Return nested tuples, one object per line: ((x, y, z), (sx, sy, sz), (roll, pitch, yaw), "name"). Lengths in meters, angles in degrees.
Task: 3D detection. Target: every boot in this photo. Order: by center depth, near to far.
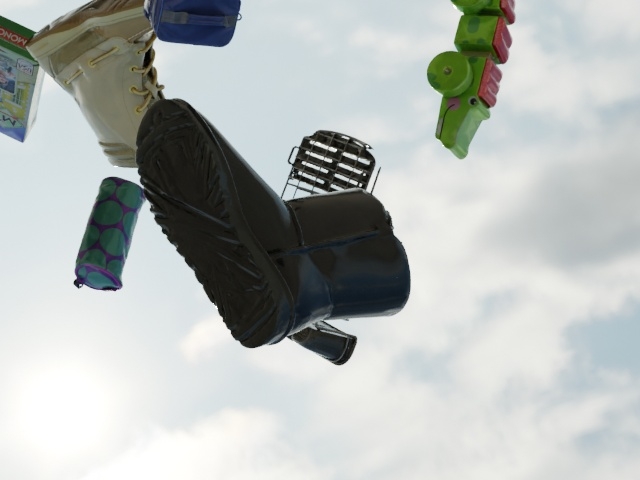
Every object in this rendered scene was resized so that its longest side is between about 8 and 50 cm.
((-0.038, -0.024, 1.422), (0.094, 0.246, 0.207), (-40, 163, 36), "boot")
((-0.207, -0.194, 1.839), (0.262, 0.203, 0.095), (-16, -155, 38), "boot")

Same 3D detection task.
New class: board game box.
((-0.507, -0.256, 2.008), (0.317, 0.213, 0.046), (25, -119, -4), "board game box")

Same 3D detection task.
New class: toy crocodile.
((0.234, -0.285, 2.290), (0.105, 0.115, 0.340), (8, -106, 25), "toy crocodile")

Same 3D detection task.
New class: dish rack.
((0.000, 0.000, 1.958), (0.208, 0.074, 0.271), (25, -83, 56), "dish rack")

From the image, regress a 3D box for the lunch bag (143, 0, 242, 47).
((-0.129, -0.238, 1.618), (0.098, 0.067, 0.065), (1, -146, -22), "lunch bag")

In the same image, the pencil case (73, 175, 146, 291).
((-0.267, -0.007, 1.988), (0.064, 0.070, 0.152), (-1, -126, 18), "pencil case")
